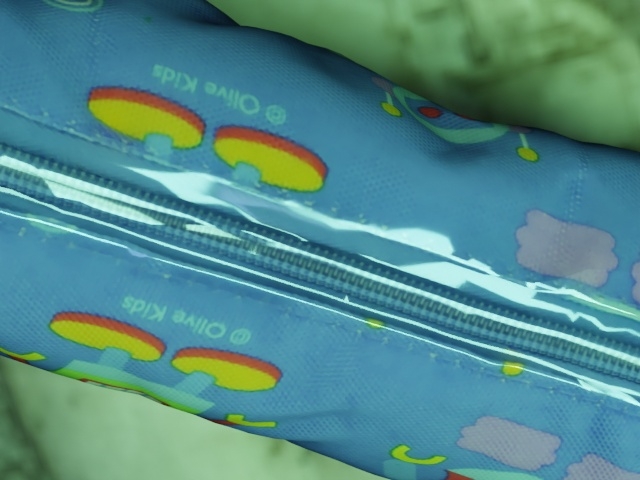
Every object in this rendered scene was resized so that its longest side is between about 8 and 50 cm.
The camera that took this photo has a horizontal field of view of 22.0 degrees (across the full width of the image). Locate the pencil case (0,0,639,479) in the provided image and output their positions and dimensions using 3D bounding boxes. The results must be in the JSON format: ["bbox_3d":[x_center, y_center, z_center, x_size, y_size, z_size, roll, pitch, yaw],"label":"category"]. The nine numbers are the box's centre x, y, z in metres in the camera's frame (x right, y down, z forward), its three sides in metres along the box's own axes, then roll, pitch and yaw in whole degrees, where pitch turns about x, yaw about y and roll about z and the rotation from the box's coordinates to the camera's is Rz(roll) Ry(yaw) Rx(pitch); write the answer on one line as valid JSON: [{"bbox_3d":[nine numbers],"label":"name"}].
[{"bbox_3d":[0.000,0.000,0.426,0.306,0.133,0.119,20,88,-15],"label":"pencil case"}]
